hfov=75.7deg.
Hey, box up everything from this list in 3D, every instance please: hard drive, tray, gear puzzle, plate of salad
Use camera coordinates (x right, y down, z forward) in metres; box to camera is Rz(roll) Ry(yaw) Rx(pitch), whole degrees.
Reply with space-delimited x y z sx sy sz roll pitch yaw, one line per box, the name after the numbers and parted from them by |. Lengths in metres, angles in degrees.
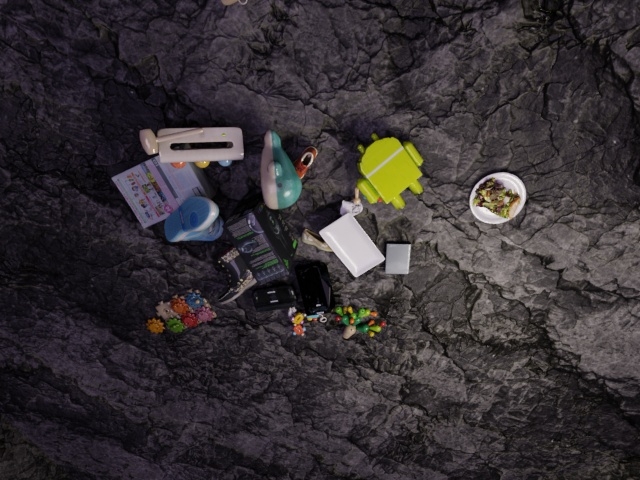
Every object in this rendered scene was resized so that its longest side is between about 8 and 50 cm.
0.310 0.070 1.651 0.094 0.022 0.135 1 115 5 | hard drive
0.125 0.017 1.613 0.145 0.030 0.270 -33 119 14 | tray
-0.651 0.340 1.847 0.339 0.044 0.175 -22 111 14 | gear puzzle
0.650 -0.149 1.505 0.200 0.048 0.199 2 116 4 | plate of salad

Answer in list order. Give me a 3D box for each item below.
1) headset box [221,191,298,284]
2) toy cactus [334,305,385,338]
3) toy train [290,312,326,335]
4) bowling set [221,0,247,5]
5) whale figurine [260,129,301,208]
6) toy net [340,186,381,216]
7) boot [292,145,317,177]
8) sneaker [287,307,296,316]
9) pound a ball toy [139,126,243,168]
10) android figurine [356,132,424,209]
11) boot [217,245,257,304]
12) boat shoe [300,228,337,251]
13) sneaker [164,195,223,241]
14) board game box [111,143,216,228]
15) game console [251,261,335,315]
-0.209 -0.008 1.534 0.131 0.246 0.283 -22 110 15 | headset box
0.150 0.364 1.769 0.219 0.112 0.180 19 125 -13 | toy cactus
-0.064 0.347 1.804 0.166 0.046 0.125 -29 126 11 | toy train
-0.275 -0.842 1.182 0.154 0.199 0.286 -15 117 10 | bowling set
-0.140 -0.248 1.449 0.141 0.216 0.271 -3 88 -6 | whale figurine
0.171 -0.165 1.543 0.122 0.045 0.232 38 114 -14 | toy net
-0.071 -0.269 1.491 0.059 0.084 0.158 32 115 -12 | boot
-0.121 0.293 1.792 0.037 0.032 0.083 3 119 -15 | sneaker
-0.419 -0.305 1.367 0.319 0.208 0.135 -7 106 -20 | pound a ball toy
0.240 -0.248 1.452 0.248 0.056 0.273 -41 103 0 | android figurine
-0.374 0.142 1.711 0.236 0.085 0.178 -36 105 12 | boot
0.000 -0.001 1.627 0.153 0.056 0.048 21 120 3 | boat shoe
-0.420 -0.079 1.532 0.319 0.208 0.127 -17 79 43 | sneaker
-0.588 -0.206 1.558 0.304 0.097 0.224 -20 111 12 | board game box
-0.124 0.219 1.729 0.362 0.044 0.213 -10 98 16 | game console
